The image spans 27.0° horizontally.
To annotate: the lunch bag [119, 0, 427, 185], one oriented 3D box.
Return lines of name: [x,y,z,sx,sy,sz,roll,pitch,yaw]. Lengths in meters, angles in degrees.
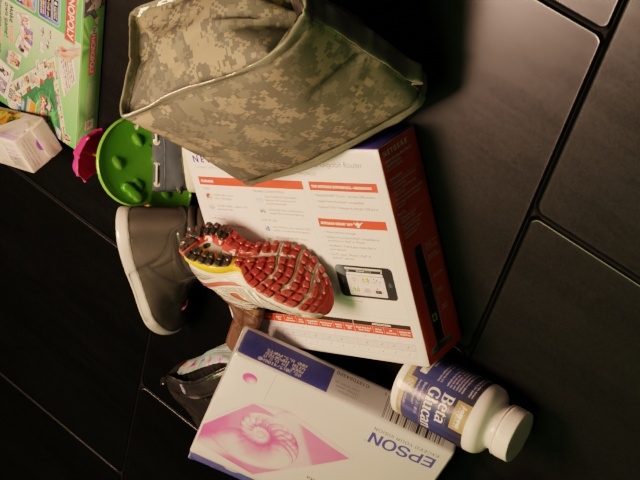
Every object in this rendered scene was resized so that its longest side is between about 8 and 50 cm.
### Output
lunch bag: [-0.048,-0.198,1.524,0.287,0.235,0.169,-14,63,35]

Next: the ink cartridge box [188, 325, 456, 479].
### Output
ink cartridge box: [-0.011,0.302,1.874,0.324,0.071,0.330,24,132,-1]

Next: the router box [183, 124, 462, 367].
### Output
router box: [0.000,0.000,1.740,0.335,0.082,0.301,5,119,40]

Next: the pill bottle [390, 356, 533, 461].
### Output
pill bottle: [0.183,0.214,1.707,0.169,0.094,0.094,26,131,27]

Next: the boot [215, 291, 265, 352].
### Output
boot: [-0.123,0.107,1.833,0.106,0.037,0.114,35,139,23]

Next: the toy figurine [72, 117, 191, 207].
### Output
toy figurine: [-0.288,-0.106,1.933,0.159,0.130,0.173,10,148,53]

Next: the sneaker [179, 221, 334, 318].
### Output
sneaker: [-0.075,0.048,1.729,0.225,0.088,0.092,23,149,30]

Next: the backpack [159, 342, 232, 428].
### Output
backpack: [-0.129,0.211,1.968,0.152,0.115,0.182,48,137,-12]

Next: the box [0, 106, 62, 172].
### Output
box: [-0.526,-0.173,2.071,0.324,0.063,0.067,16,141,44]

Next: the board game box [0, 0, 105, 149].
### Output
board game box: [-0.407,-0.311,1.929,0.213,0.046,0.317,32,133,22]

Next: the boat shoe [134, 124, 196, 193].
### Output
boat shoe: [-0.213,-0.177,1.803,0.079,0.095,0.254,-4,127,5]

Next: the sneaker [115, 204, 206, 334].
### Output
sneaker: [-0.192,0.048,1.925,0.147,0.104,0.296,-4,146,5]
